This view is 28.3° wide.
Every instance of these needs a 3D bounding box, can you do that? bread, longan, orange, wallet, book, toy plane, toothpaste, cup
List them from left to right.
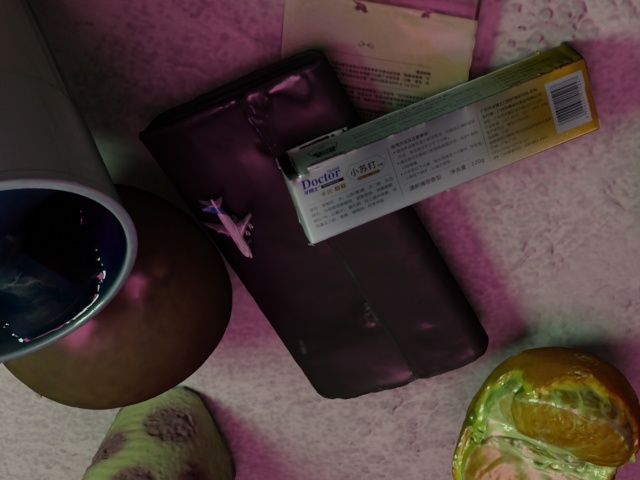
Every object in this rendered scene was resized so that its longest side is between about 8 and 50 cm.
[{"bbox_3d":[-0.347,-0.059,1.194,0.256,0.311,0.331,-11,145,-25],"label":"cup"},{"bbox_3d":[-0.230,0.057,1.353,0.258,0.258,0.258,4,123,6],"label":"longan"},{"bbox_3d":[-0.214,0.346,1.486,0.155,0.338,0.187,-9,120,22],"label":"bread"},{"bbox_3d":[-0.094,-0.015,1.333,0.077,0.024,0.084,-8,135,42],"label":"toy plane"},{"bbox_3d":[0.000,0.001,1.373,0.228,0.062,0.406,-18,122,27],"label":"wallet"},{"bbox_3d":[0.056,-0.188,1.282,0.201,0.026,0.289,11,124,4],"label":"book"},{"bbox_3d":[0.116,-0.095,1.247,0.312,0.071,0.089,-22,119,-3],"label":"toothpaste"},{"bbox_3d":[0.253,0.214,1.429,0.179,0.158,0.237,19,124,-5],"label":"orange"}]

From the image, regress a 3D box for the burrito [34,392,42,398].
[{"bbox_3d":[-0.363,0.107,1.531,0.045,0.041,0.186,-8,119,24],"label":"burrito"}]
